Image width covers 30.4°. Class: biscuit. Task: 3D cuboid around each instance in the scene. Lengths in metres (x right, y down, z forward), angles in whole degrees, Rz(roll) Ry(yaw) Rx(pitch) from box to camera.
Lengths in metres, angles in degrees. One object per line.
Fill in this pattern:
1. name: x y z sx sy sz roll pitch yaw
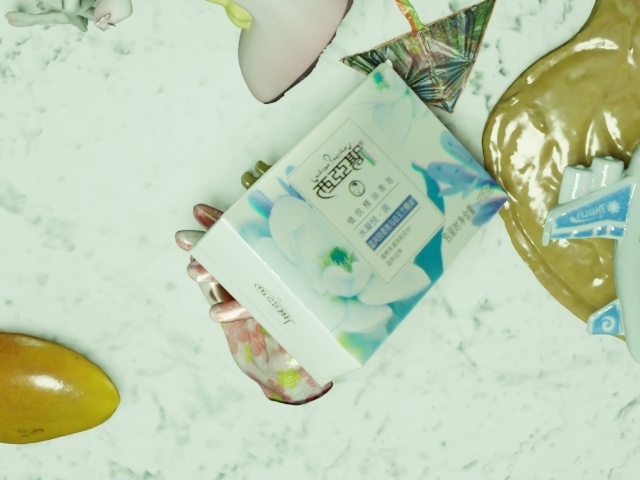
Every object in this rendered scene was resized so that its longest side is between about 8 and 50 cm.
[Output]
1. biscuit: 0.379 -0.072 1.290 0.385 0.062 0.365 41 99 -4

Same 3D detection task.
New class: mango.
1. mango: -0.339 0.177 1.363 0.217 0.102 0.141 6 107 5

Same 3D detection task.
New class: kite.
1. kite: 0.115 -0.214 1.309 0.190 0.010 0.159 -21 97 6

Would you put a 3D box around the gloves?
1. gloves: -0.071 0.063 1.314 0.126 0.145 0.241 -19 102 -2

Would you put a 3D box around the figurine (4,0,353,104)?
1. figurine: -0.169 -0.267 1.223 0.315 0.284 0.206 25 91 -26

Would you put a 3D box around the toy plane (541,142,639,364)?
1. toy plane: 0.360 0.001 1.214 0.266 0.122 0.267 0 99 2

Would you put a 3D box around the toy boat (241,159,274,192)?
1. toy boat: 0.000 0.000 1.315 0.226 0.068 0.088 43 62 -7

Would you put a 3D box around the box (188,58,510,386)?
1. box: 0.034 -0.019 1.230 0.203 0.116 0.274 47 62 -4
